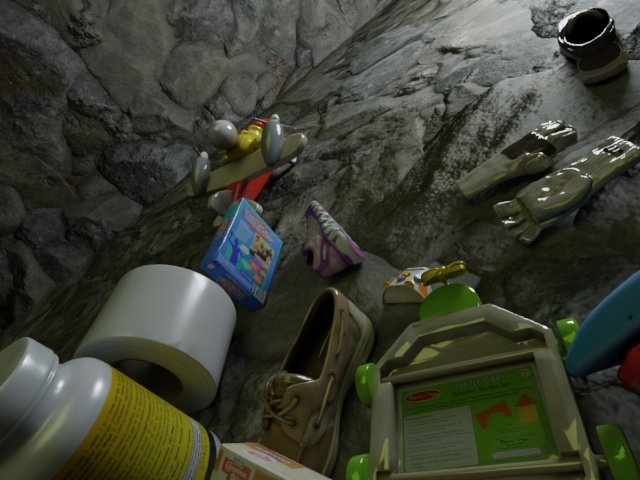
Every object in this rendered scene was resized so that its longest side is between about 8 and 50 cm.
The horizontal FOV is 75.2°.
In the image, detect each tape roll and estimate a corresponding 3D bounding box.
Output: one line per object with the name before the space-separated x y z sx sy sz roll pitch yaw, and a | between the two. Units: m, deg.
tape roll | -0.293 0.188 0.770 0.246 0.246 0.169 -25 34 22

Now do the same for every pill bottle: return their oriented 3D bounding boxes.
pill bottle | -0.306 0.283 0.567 0.188 0.333 0.187 -27 32 19

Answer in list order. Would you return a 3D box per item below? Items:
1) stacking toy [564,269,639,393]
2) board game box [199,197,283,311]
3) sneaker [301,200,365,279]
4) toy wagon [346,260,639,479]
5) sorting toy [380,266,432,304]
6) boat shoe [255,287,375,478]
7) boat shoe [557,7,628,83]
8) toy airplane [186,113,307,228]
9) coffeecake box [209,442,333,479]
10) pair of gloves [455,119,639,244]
stacking toy | 0.347 0.140 0.263 0.301 0.166 0.175 63 145 40
board game box | -0.167 0.028 0.932 0.047 0.160 0.210 -22 34 27
sneaker | 0.000 0.000 0.865 0.104 0.095 0.236 -43 31 7
toy wagon | 0.168 0.167 0.482 0.268 0.068 0.344 -21 34 26
sorting toy | 0.143 0.067 0.677 0.083 0.044 0.075 -9 22 40
boat shoe | -0.034 0.223 0.576 0.122 0.110 0.340 -9 42 41
boat shoe | 0.540 -0.420 0.840 0.103 0.092 0.285 -16 37 33
toy airplane | -0.245 -0.225 1.241 0.386 0.272 0.384 -39 31 -1
coffeecake box | -0.062 0.328 0.425 0.143 0.068 0.185 6 73 35
pair of gloves | 0.350 -0.105 0.672 0.204 0.042 0.240 -37 26 10
